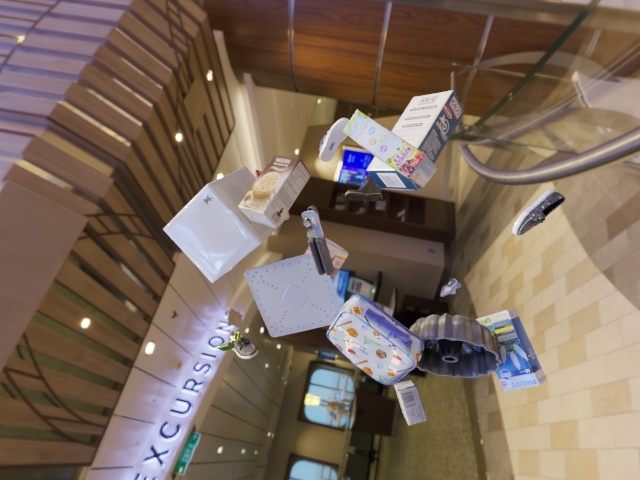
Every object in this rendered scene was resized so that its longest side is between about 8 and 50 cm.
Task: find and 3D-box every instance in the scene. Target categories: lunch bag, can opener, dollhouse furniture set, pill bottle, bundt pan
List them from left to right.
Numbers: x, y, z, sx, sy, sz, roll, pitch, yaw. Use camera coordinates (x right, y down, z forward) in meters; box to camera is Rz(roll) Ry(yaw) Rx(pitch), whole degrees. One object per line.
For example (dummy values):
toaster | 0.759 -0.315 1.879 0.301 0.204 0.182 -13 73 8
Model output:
dollhouse furniture set | -0.352 0.347 1.562 0.076 0.058 0.152 40 -139 -44
pill bottle | -0.029 0.184 2.340 0.392 0.224 0.224 -59 -3 7
can opener | 0.000 0.000 1.615 0.095 0.076 0.283 -44 -56 -48
lunch bag | 0.181 0.325 1.317 0.115 0.303 0.243 -47 -11 -43
bundt pan | 0.458 0.365 1.425 0.331 0.330 0.124 94 -171 -52

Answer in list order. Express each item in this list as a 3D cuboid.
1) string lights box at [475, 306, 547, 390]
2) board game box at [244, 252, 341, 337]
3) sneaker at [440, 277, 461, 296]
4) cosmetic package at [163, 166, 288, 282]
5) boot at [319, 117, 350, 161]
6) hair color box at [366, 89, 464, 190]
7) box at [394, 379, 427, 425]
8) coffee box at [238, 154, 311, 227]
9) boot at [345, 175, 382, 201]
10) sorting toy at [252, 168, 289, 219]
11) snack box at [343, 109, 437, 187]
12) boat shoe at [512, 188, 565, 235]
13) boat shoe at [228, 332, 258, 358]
string lights box | 0.668 0.382 1.426 0.133 0.076 0.260 -33 68 42
board game box | -0.120 0.260 1.951 0.050 0.390 0.390 -79 -28 -67
sneaker | 0.598 0.228 1.850 0.052 0.058 0.135 -64 0 -37
cosmetic package | -0.413 -0.085 1.850 0.327 0.329 0.394 -37 8 23
boot | 0.045 -0.383 1.469 0.190 0.069 0.086 -52 33 40
hair color box | 0.322 -0.335 1.360 0.105 0.174 0.347 43 -108 -35
box | 0.334 0.601 1.510 0.137 0.072 0.126 69 -176 -81
coffee box | -0.163 -0.181 1.457 0.246 0.141 0.098 -59 -39 -18
boot | 0.213 -0.273 2.056 0.077 0.198 0.137 141 127 -59
sorting toy | -0.284 -0.263 2.206 0.089 0.257 0.255 -46 44 31
snack box | 0.178 -0.225 1.008 0.070 0.207 0.174 -54 -21 14
boat shoe | 0.529 -0.064 0.980 0.142 0.049 0.040 -48 40 8
boat shoe | -0.375 0.488 1.893 0.080 0.223 0.073 -32 -65 -31
